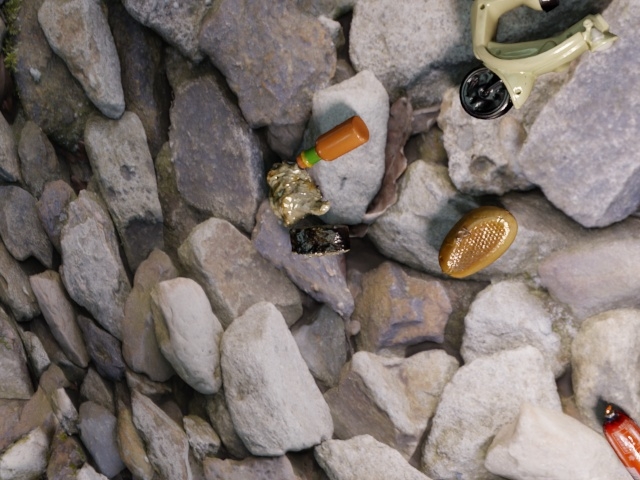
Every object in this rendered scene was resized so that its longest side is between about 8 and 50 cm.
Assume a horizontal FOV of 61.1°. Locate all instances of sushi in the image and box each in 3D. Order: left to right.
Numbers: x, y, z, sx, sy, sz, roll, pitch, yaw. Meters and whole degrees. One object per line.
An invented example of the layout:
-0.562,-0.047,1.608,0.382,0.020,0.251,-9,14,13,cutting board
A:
0.000,0.000,1.311,0.150,0.090,0.078,-4,94,24,sushi

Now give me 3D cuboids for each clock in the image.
0.371,-0.423,0.972,0.276,0.120,0.379,-3,102,34,clock

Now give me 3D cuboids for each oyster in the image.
-0.064,-0.112,1.321,0.190,0.081,0.164,8,104,23,oyster

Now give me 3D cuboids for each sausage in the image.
0.659,0.456,1.098,0.074,0.074,0.274,-38,84,31,sausage

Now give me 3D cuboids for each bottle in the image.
0.021,-0.218,1.247,0.187,0.069,0.069,-23,93,33,bottle

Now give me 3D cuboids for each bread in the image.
0.328,0.000,1.142,0.114,0.077,0.189,38,120,-9,bread
